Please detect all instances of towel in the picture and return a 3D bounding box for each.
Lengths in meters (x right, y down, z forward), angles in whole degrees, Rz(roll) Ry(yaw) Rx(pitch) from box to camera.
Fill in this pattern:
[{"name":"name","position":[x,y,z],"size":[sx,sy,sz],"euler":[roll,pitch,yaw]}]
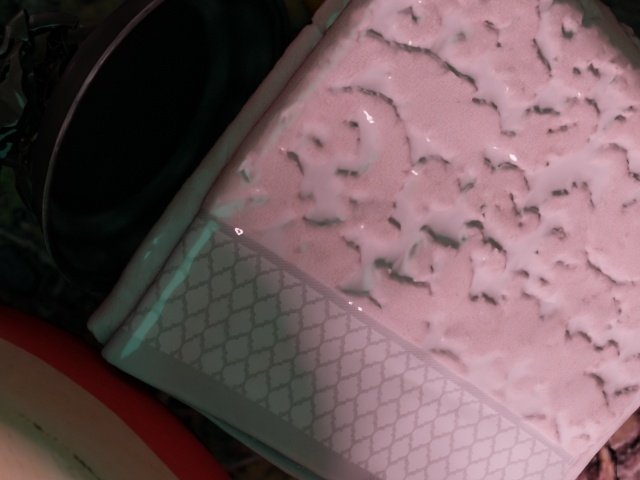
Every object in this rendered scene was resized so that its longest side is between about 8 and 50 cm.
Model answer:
[{"name":"towel","position":[0.083,0.011,1.068],"size":[0.332,0.053,0.317],"euler":[35,95,-33]}]

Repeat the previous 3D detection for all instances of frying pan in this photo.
[{"name":"frying pan","position":[-0.074,-0.116,1.008],"size":[0.053,0.197,0.326],"euler":[31,124,26]}]

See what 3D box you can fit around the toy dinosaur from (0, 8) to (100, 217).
[{"name":"toy dinosaur","position":[-0.244,-0.103,1.028],"size":[0.218,0.164,0.322],"euler":[27,119,6]}]

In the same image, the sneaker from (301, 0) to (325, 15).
[{"name":"sneaker","position":[0.058,-0.111,1.091],"size":[0.175,0.067,0.064],"euler":[38,96,-9]}]

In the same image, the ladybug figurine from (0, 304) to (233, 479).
[{"name":"ladybug figurine","position":[-0.135,0.203,1.050],"size":[0.305,0.162,0.449],"euler":[-21,106,40]}]
